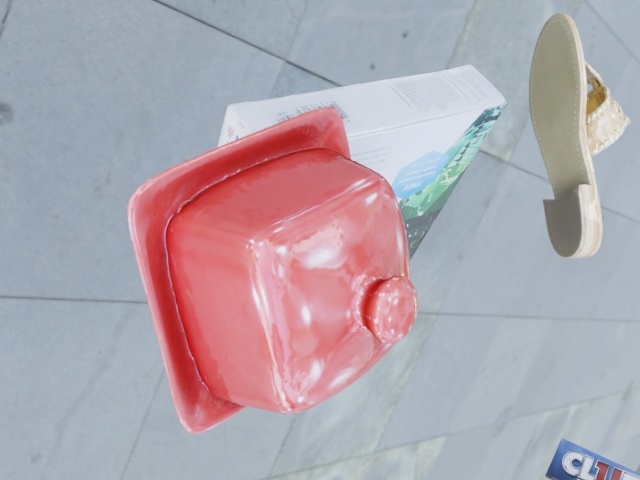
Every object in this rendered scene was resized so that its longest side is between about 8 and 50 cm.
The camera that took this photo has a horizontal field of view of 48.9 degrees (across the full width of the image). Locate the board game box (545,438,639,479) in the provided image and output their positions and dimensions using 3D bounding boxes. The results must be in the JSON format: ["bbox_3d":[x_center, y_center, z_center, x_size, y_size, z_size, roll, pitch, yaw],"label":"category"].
[{"bbox_3d":[0.334,0.277,0.704,0.042,0.165,0.243,-61,143,-12],"label":"board game box"}]

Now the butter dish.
[{"bbox_3d":[0.000,0.024,0.385,0.160,0.118,0.159,-30,124,-39],"label":"butter dish"}]

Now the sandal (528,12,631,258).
[{"bbox_3d":[0.269,-0.103,0.704,0.079,0.088,0.239,-2,86,-16],"label":"sandal"}]

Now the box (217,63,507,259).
[{"bbox_3d":[0.000,0.000,0.623,0.232,0.058,0.322,-17,150,-31],"label":"box"}]
